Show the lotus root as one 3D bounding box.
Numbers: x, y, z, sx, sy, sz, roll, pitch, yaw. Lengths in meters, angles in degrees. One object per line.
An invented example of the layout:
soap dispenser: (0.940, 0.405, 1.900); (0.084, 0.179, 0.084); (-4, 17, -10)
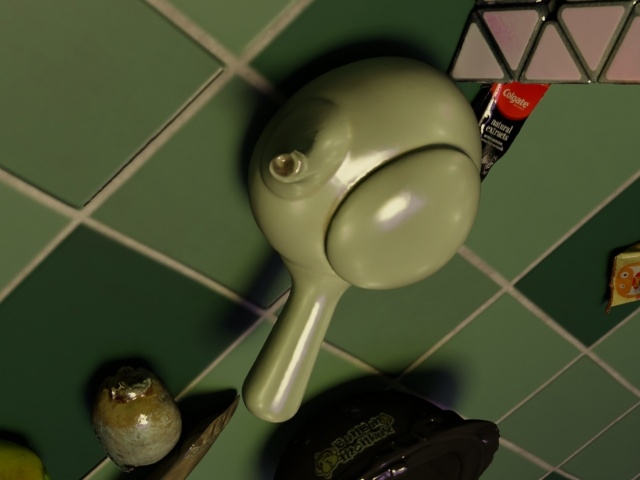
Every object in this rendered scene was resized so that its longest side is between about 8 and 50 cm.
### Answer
lotus root: (-0.179, 0.181, 0.935); (0.088, 0.088, 0.165); (-18, 150, -15)

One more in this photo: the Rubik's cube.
Rubik's cube: (0.211, -0.218, 0.735); (0.211, 0.190, 0.178); (-30, 123, -9)

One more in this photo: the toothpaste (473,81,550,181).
toothpaste: (0.140, -0.081, 0.896); (0.071, 0.045, 0.193); (19, 114, -45)

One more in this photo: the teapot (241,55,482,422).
teapot: (0.034, -0.001, 0.825); (0.219, 0.149, 0.318); (-10, 134, -21)

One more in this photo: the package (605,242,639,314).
package: (0.405, 0.034, 1.177); (0.120, 0.031, 0.108); (-23, 139, -8)

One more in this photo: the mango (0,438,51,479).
mango: (-0.330, 0.239, 0.889); (0.163, 0.089, 0.117); (15, 121, -40)

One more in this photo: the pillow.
pillow: (-0.163, 0.251, 1.011); (0.217, 0.033, 0.130); (-50, 176, 22)

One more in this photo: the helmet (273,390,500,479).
helmet: (0.056, 0.262, 1.096); (0.279, 0.160, 0.230); (-36, 141, -13)
